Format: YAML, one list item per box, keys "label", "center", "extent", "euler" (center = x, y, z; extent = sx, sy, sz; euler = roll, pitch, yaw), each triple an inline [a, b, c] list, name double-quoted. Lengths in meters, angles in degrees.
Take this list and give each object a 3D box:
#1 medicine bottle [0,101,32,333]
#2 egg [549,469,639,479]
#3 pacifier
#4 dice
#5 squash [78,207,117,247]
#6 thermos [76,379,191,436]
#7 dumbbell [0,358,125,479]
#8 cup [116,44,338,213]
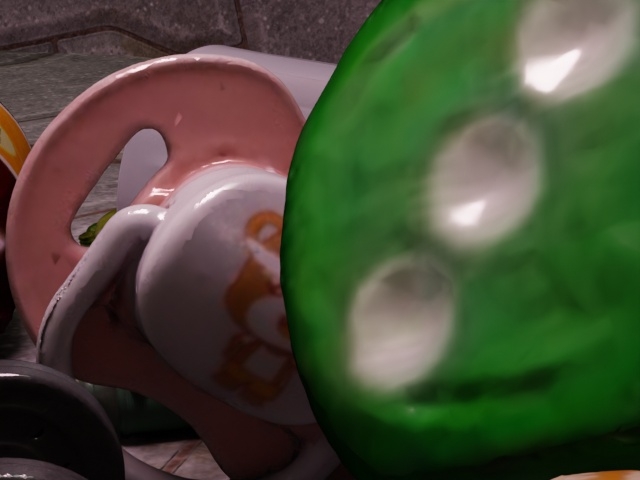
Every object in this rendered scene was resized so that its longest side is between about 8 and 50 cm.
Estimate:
- label: "medicine bottle"
  center: [-0.346, 0.015, 1.196]
  extent: [0.243, 0.242, 0.395]
  euler: [-5, 28, -12]
- label: "egg"
  center: [0.122, 0.187, 0.549]
  extent: [0.195, 0.194, 0.233]
  euler: [-4, 11, -8]
- label: "pacifier"
  center: [-0.049, 0.024, 0.968]
  extent: [0.332, 0.220, 0.273]
  euler: [35, 37, -17]
- label: "dice"
  center: [0.176, 0.004, 0.824]
  extent: [0.297, 0.300, 0.287]
  euler: [-21, -30, 38]
- label: "squash"
  center: [-0.137, -0.007, 1.543]
  extent: [0.258, 0.069, 0.069]
  euler: [4, 16, 16]
- label: "thermos"
  center: [-0.097, 0.110, 1.094]
  extent: [0.188, 0.073, 0.083]
  euler: [-6, 28, -11]
- label: "dumbbell"
  center: [-0.169, 0.157, 0.778]
  extent: [0.143, 0.143, 0.325]
  euler: [-5, 16, -12]
- label: "cup"
  center: [0.052, -0.031, 1.230]
  extent: [0.327, 0.236, 0.323]
  euler: [13, 19, 29]
